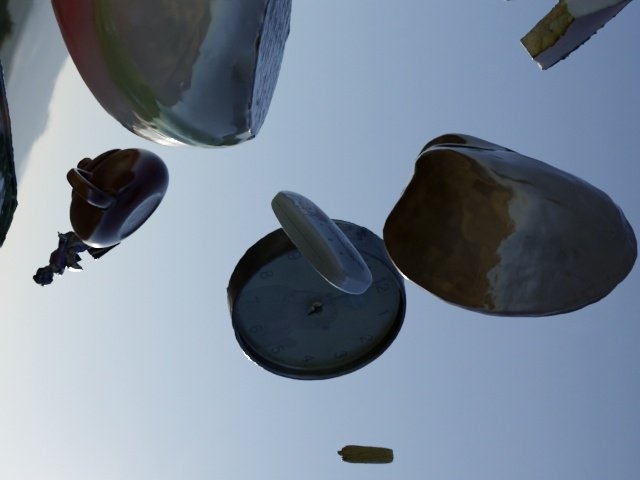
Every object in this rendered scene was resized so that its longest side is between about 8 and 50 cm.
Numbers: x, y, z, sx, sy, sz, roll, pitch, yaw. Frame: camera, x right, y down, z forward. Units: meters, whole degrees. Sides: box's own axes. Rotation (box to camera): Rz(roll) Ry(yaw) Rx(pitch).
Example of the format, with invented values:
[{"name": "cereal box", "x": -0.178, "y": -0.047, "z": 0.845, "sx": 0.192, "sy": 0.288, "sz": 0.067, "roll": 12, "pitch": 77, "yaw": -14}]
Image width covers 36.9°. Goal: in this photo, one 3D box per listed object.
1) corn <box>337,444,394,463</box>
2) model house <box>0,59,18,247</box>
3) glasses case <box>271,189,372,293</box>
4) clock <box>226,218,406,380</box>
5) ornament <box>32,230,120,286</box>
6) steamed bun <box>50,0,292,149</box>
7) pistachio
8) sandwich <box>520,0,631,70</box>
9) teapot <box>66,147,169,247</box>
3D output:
[{"name": "corn", "x": 0.065, "y": 0.311, "z": 1.390, "sx": 0.028, "sy": 0.083, "sz": 0.027, "roll": 66, "pitch": 27, "yaw": -66}, {"name": "model house", "x": -0.496, "y": -0.093, "z": 1.037, "sx": 0.271, "sy": 0.300, "sz": 0.190, "roll": 103, "pitch": 3, "yaw": -51}, {"name": "glasses case", "x": 0.000, "y": 0.000, "z": 1.188, "sx": 0.045, "sy": 0.067, "sz": 0.178, "roll": -54, "pitch": -127, "yaw": 19}, {"name": "clock", "x": -0.003, "y": 0.097, "z": 1.454, "sx": 0.055, "sy": 0.280, "sz": 0.281, "roll": -102, "pitch": -146, "yaw": -55}, {"name": "ornament", "x": -0.476, "y": 0.029, "z": 1.788, "sx": 0.081, "sy": 0.088, "sz": 0.203, "roll": -31, "pitch": -170, "yaw": 38}, {"name": "steamed bun", "x": -0.193, "y": -0.265, "z": 1.179, "sx": 0.309, "sy": 0.309, "sz": 0.310, "roll": -163, "pitch": -90, "yaw": -72}, {"name": "pistachio", "x": 0.197, "y": -0.004, "z": 0.987, "sx": 0.163, "sy": 0.260, "sz": 0.213, "roll": 99, "pitch": 7, "yaw": -58}, {"name": "sandwich", "x": 0.424, "y": -0.369, "z": 1.589, "sx": 0.193, "sy": 0.058, "sz": 0.162, "roll": -39, "pitch": 168, "yaw": 17}, {"name": "teapot", "x": -0.333, "y": -0.080, "z": 1.485, "sx": 0.178, "sy": 0.135, "sz": 0.252, "roll": -53, "pitch": 172, "yaw": 4}]
